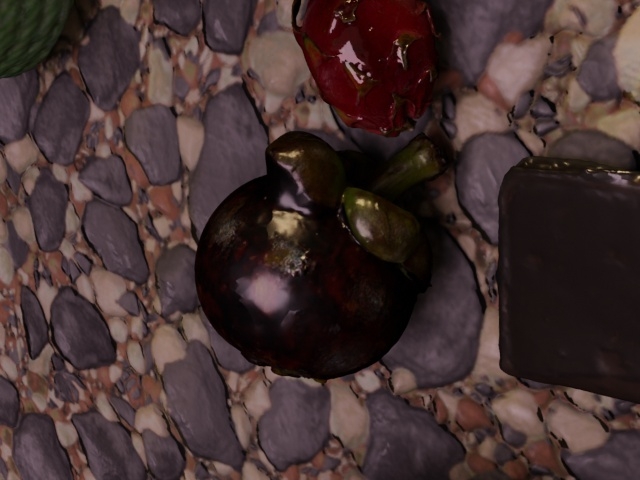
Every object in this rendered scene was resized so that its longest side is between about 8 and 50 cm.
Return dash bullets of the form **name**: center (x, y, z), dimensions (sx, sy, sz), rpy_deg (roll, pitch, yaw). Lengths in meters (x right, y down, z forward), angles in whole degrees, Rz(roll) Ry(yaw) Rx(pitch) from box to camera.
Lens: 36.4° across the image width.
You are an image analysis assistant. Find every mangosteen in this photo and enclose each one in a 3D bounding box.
- **mangosteen**: center (-0.007, 0.009, 0.698), dimensions (0.172, 0.172, 0.184), rpy_deg (18, 113, 33)

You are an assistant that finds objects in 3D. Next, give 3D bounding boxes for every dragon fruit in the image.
- **dragon fruit**: center (0.015, -0.158, 0.661), dimensions (0.094, 0.094, 0.190), rpy_deg (-47, 65, 40)

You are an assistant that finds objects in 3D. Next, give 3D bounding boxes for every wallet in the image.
- **wallet**: center (0.246, 0.041, 0.577), dimensions (0.310, 0.042, 0.165), rpy_deg (11, 116, 37)

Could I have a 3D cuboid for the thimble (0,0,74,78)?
- **thimble**: center (-0.320, -0.243, 0.854), dimensions (0.219, 0.150, 0.219), rpy_deg (16, 117, 35)
